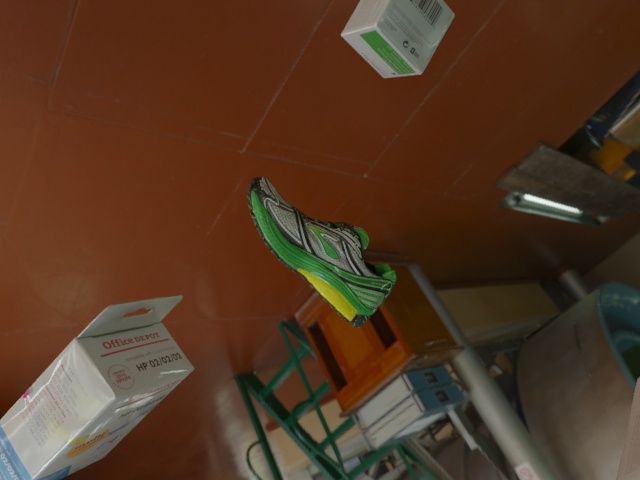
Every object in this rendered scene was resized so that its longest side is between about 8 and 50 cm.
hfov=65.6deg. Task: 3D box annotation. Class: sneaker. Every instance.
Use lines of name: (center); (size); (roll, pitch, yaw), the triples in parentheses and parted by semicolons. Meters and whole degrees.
sneaker: (0.000, 0.000, 0.942); (0.343, 0.134, 0.146); (43, 97, -12)

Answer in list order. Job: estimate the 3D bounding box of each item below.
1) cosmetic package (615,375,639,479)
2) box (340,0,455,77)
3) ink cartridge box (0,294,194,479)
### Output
cosmetic package: (0.411, 0.208, 0.502); (0.152, 0.151, 0.184); (-61, 151, -22)
box: (0.105, -0.296, 0.681); (0.101, 0.087, 0.102); (32, 85, -32)
ink cartridge box: (-0.188, 0.131, 0.432); (0.181, 0.062, 0.104); (-45, 165, 14)
